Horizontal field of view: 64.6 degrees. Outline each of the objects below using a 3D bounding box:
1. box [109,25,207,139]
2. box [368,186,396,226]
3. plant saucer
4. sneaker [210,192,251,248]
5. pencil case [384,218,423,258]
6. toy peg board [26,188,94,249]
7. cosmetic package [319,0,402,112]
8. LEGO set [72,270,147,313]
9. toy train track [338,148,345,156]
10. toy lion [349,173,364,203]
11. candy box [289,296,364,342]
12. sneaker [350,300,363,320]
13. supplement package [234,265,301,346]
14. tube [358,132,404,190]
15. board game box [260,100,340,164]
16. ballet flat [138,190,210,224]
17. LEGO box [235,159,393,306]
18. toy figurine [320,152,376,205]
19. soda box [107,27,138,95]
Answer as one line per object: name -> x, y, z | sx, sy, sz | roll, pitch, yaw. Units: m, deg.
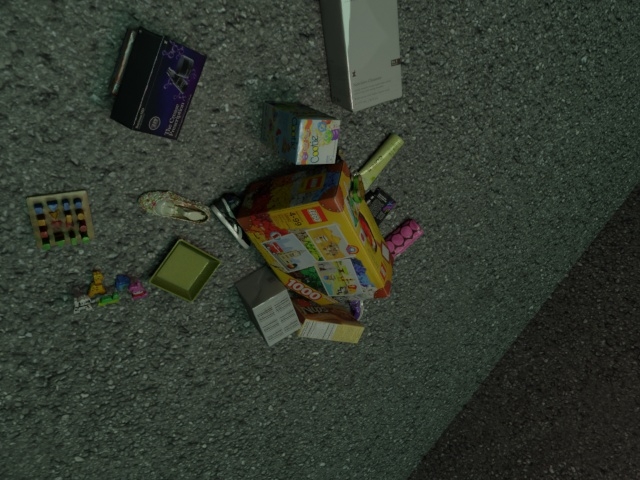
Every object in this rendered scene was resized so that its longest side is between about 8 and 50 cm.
box -> -0.454, -0.434, 1.427 | 0.184, 0.103, 0.261 | -1, 118, -62
box -> 0.231, -0.127, 2.102 | 0.116, 0.029, 0.162 | 34, 95, -39
plant saucer -> -0.476, 0.100, 1.770 | 0.188, 0.045, 0.188 | 35, 93, -39
sneaker -> -0.278, -0.074, 1.781 | 0.121, 0.079, 0.217 | -41, 128, -8
pencil case -> 0.354, 0.000, 2.199 | 0.209, 0.098, 0.095 | -43, 128, -7
toy peg board -> -0.761, -0.054, 1.493 | 0.161, 0.079, 0.161 | -12, 120, -27
cosmetic package -> 0.138, -0.657, 1.691 | 0.217, 0.156, 0.385 | -23, 125, -18
LEGO set -> -0.688, 0.148, 1.634 | 0.227, 0.087, 0.093 | -14, 135, -26
toy train track -> 0.066, -0.308, 1.917 | 0.048, 0.014, 0.083 | -10, 126, -28
toy lion -> 0.125, -0.161, 1.643 | 0.034, 0.100, 0.096 | -6, 146, 19
candy box -> 0.006, 0.331, 2.098 | 0.316, 0.183, 0.088 | 14, 105, -36
sneaker -> 0.152, 0.278, 2.251 | 0.071, 0.068, 0.170 | -2, 107, -15
supplement package -> -0.199, 0.247, 1.920 | 0.149, 0.194, 0.203 | -29, 126, -16
tube -> 0.231, -0.311, 1.991 | 0.070, 0.062, 0.240 | 41, 95, 1
board game box -> -0.071, -0.353, 1.640 | 0.142, 0.275, 0.145 | -6, 117, -29
ballet flat -> -0.466, -0.105, 1.651 | 0.240, 0.077, 0.091 | 9, 110, -34
LEGO box -> 0.000, 0.000, 1.789 | 0.372, 0.193, 0.500 | -11, 133, 25
toy figurine -> 0.080, -0.190, 1.861 | 0.148, 0.209, 0.213 | -41, 129, 3
soda box -> -0.535, -0.492, 1.417 | 0.058, 0.063, 0.183 | 15, 106, -39
